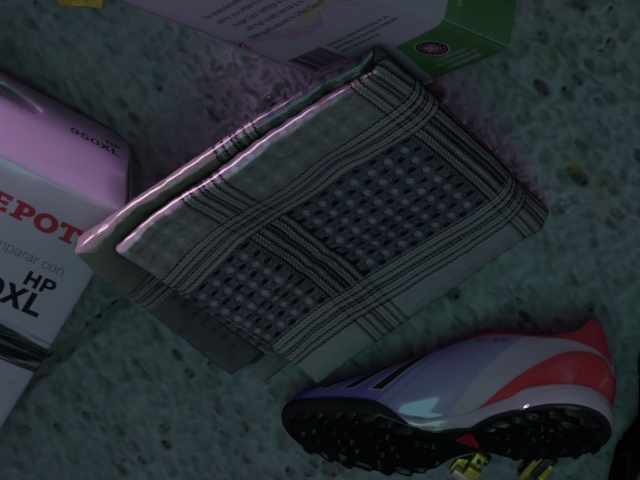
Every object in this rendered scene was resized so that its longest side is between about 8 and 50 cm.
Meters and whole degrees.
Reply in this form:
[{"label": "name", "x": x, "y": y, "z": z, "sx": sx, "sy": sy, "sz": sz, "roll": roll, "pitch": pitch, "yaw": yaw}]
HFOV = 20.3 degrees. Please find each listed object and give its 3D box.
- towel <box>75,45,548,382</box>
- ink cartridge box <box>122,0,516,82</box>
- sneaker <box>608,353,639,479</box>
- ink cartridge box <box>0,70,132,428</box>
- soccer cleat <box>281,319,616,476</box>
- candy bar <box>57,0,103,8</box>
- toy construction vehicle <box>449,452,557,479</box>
[{"label": "towel", "x": 0.000, "y": 0.000, "z": 1.535, "sx": 0.324, "sy": 0.056, "sz": 0.312, "roll": -32, "pitch": 143, "yaw": 16}, {"label": "ink cartridge box", "x": -0.010, "y": -0.224, "z": 1.406, "sx": 0.278, "sy": 0.201, "sz": 0.117, "roll": 19, "pitch": 73, "yaw": -25}, {"label": "sneaker", "x": 0.350, "y": 0.158, "z": 1.632, "sx": 0.130, "sy": 0.109, "sz": 0.286, "roll": 8, "pitch": 120, "yaw": -4}, {"label": "ink cartridge box", "x": -0.382, "y": 0.036, "z": 1.587, "sx": 0.285, "sy": 0.166, "sz": 0.395, "roll": 27, "pitch": 110, "yaw": -17}, {"label": "soccer cleat", "x": 0.118, "y": 0.141, "z": 1.650, "sx": 0.318, "sy": 0.116, "sz": 0.108, "roll": -7, "pitch": 139, "yaw": 24}, {"label": "candy bar", "x": -0.212, "y": -0.283, "z": 1.556, "sx": 0.040, "sy": 0.018, "sz": 0.161, "roll": 2, "pitch": 111, "yaw": 4}, {"label": "toy construction vehicle", "x": 0.175, "y": 0.208, "z": 1.691, "sx": 0.086, "sy": 0.035, "sz": 0.098, "roll": 37, "pitch": 109, "yaw": -9}]
